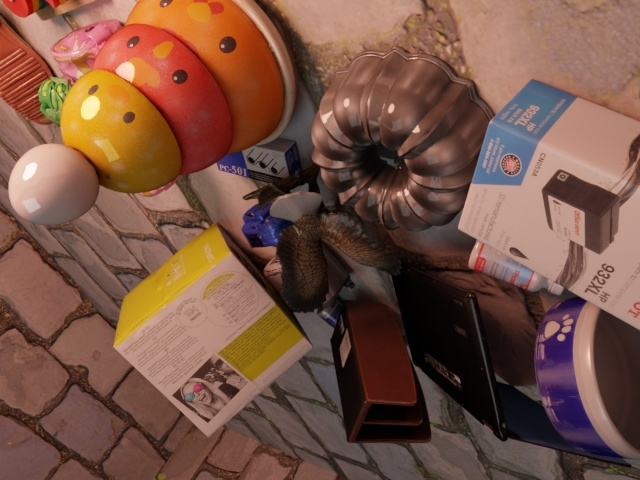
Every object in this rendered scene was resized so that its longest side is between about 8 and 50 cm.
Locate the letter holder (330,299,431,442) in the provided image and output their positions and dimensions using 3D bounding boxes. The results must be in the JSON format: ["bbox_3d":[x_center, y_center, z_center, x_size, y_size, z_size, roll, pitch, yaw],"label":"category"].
[{"bbox_3d":[0.160,0.305,1.265,0.214,0.302,0.152,6,126,-12],"label":"letter holder"}]

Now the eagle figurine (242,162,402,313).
[{"bbox_3d":[0.007,-0.004,1.088,0.226,0.225,0.298,-15,101,58],"label":"eagle figurine"}]

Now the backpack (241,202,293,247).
[{"bbox_3d":[-0.120,-0.036,1.268,0.120,0.098,0.101,3,131,41],"label":"backpack"}]

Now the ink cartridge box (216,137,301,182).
[{"bbox_3d":[-0.141,-0.180,1.155,0.207,0.046,0.097,17,141,27],"label":"ink cartridge box"}]

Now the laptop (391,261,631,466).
[{"bbox_3d":[0.348,0.222,1.069,0.382,0.236,0.408,-154,47,-75],"label":"laptop"}]

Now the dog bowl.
[{"bbox_3d":[0.480,0.218,0.884,0.265,0.265,0.104,46,147,-14],"label":"dog bowl"}]

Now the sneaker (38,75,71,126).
[{"bbox_3d":[-0.621,-0.345,1.307,0.123,0.109,0.295,24,156,-32],"label":"sneaker"}]

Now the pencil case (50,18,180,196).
[{"bbox_3d":[-0.434,-0.287,1.192,0.167,0.160,0.386,-10,130,12],"label":"pencil case"}]

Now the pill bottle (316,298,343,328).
[{"bbox_3d":[0.055,0.209,1.437,0.120,0.067,0.067,40,147,-5],"label":"pill bottle"}]

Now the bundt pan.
[{"bbox_3d":[0.121,-0.142,0.896,0.330,0.124,0.331,23,144,18],"label":"bundt pan"}]

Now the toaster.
[{"bbox_3d":[-0.035,0.084,1.312,0.146,0.129,0.227,50,146,-17],"label":"toaster"}]

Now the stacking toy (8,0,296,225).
[{"bbox_3d":[-0.292,-0.191,0.884,0.350,0.480,0.351,24,145,18],"label":"stacking toy"}]

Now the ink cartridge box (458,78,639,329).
[{"bbox_3d":[0.372,-0.047,0.736,0.307,0.129,0.223,33,147,24],"label":"ink cartridge box"}]

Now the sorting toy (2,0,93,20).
[{"bbox_3d":[-0.589,-0.565,1.049,0.257,0.089,0.255,5,136,38],"label":"sorting toy"}]

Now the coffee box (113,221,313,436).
[{"bbox_3d":[-0.278,0.206,1.382,0.334,0.338,0.337,52,176,-21],"label":"coffee box"}]

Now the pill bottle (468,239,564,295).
[{"bbox_3d":[0.351,0.037,0.939,0.160,0.087,0.087,22,144,21],"label":"pill bottle"}]

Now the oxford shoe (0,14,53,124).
[{"bbox_3d":[-0.795,-0.474,1.349,0.146,0.140,0.397,50,167,43],"label":"oxford shoe"}]
